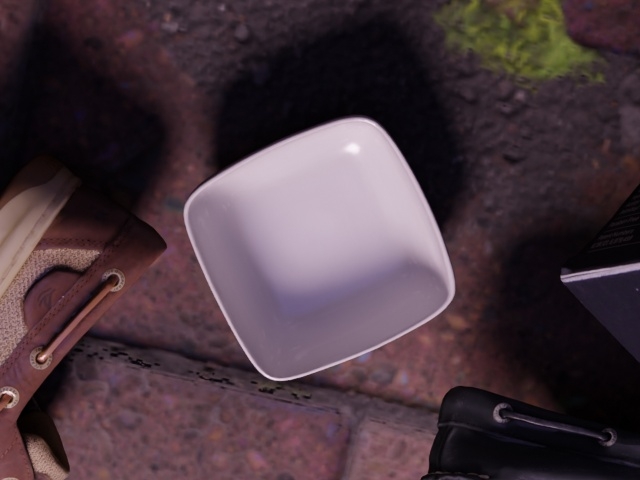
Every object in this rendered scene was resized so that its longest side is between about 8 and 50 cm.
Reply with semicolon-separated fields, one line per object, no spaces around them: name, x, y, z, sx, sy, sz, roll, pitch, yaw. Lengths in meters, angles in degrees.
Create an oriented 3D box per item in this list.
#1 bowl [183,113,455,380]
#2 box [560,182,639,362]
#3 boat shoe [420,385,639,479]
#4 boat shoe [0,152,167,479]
bowl;0.000;0.000;1.046;0.142;0.053;0.142;-24;102;5
box;0.373;0.020;0.938;0.343;0.179;0.312;45;72;-10
boat shoe;0.226;0.142;1.053;0.340;0.127;0.113;3;74;-7
boat shoe;-0.210;0.118;1.037;0.123;0.123;0.342;31;94;-6
